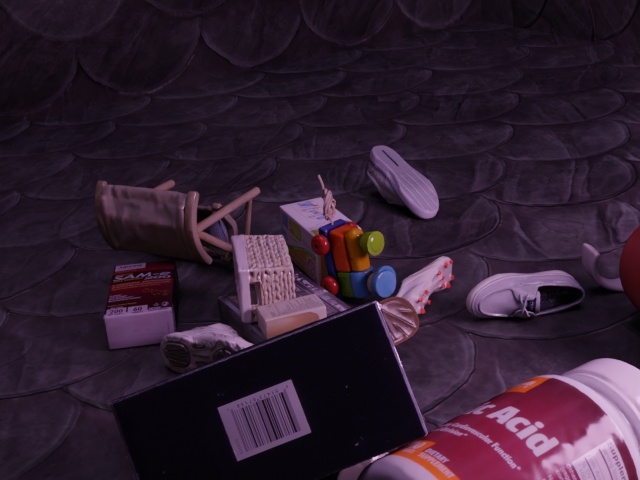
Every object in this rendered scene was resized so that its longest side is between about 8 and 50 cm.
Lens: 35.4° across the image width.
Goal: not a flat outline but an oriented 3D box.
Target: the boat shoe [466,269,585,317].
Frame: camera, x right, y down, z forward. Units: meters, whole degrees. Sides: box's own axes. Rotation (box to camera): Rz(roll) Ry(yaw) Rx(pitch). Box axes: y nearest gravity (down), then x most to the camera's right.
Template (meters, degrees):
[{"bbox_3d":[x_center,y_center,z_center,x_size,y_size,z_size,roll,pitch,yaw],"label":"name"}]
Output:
[{"bbox_3d":[0.385,0.104,1.861,0.228,0.079,0.081,-9,19,-17],"label":"boat shoe"}]

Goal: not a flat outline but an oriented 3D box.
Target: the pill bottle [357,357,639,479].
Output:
[{"bbox_3d":[0.256,0.302,1.252,0.392,0.224,0.224,-20,28,-31],"label":"pill bottle"}]

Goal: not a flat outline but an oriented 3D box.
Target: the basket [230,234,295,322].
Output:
[{"bbox_3d":[-0.106,0.065,1.861,0.103,0.113,0.167,-6,25,-7],"label":"basket"}]

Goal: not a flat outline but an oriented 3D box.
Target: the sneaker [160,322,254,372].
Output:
[{"bbox_3d":[-0.164,0.188,1.768,0.232,0.090,0.115,11,25,29],"label":"sneaker"}]

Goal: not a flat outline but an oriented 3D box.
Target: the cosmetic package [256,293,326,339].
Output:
[{"bbox_3d":[-0.051,0.135,1.780,0.115,0.041,0.060,-11,26,-15],"label":"cosmetic package"}]

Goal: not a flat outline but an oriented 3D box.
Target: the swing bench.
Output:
[{"bbox_3d":[-0.304,-0.040,2.131,0.253,0.165,0.255,8,8,29],"label":"swing bench"}]

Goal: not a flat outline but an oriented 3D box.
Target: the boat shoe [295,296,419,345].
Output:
[{"bbox_3d":[0.031,0.184,1.741,0.302,0.109,0.098,-21,-11,-31],"label":"boat shoe"}]

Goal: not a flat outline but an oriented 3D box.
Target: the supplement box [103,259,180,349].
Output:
[{"bbox_3d":[-0.347,0.121,1.970,0.130,0.073,0.239,-7,22,-4],"label":"supplement box"}]

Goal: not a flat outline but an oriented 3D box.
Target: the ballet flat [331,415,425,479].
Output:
[{"bbox_3d":[0.092,0.308,1.466,0.068,0.072,0.213,18,32,24],"label":"ballet flat"}]

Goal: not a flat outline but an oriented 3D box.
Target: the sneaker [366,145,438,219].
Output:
[{"bbox_3d":[0.198,-0.124,2.414,0.094,0.091,0.258,-11,45,-26],"label":"sneaker"}]

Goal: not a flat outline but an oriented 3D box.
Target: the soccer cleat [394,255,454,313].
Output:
[{"bbox_3d":[0.200,0.083,1.965,0.076,0.068,0.196,7,29,31],"label":"soccer cleat"}]

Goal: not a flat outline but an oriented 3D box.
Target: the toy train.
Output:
[{"bbox_3d":[0.062,-0.005,1.937,0.105,0.247,0.143,-24,19,-38],"label":"toy train"}]

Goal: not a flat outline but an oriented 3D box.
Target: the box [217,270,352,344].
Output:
[{"bbox_3d":[-0.061,0.144,1.883,0.183,0.056,0.231,-19,28,-27],"label":"box"}]

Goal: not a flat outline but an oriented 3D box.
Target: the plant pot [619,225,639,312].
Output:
[{"bbox_3d":[0.648,0.068,1.701,0.275,0.274,0.243,-8,13,-8],"label":"plant pot"}]

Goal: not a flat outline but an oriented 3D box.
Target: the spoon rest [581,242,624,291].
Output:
[{"bbox_3d":[0.635,0.056,1.951,0.277,0.084,0.137,3,23,-15],"label":"spoon rest"}]

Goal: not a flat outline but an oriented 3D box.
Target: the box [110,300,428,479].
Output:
[{"bbox_3d":[-0.062,0.222,1.320,0.343,0.178,0.312,-21,-3,-2],"label":"box"}]

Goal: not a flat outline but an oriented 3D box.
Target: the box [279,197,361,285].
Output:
[{"bbox_3d":[0.000,0.000,2.126,0.103,0.114,0.203,-13,25,-21],"label":"box"}]
